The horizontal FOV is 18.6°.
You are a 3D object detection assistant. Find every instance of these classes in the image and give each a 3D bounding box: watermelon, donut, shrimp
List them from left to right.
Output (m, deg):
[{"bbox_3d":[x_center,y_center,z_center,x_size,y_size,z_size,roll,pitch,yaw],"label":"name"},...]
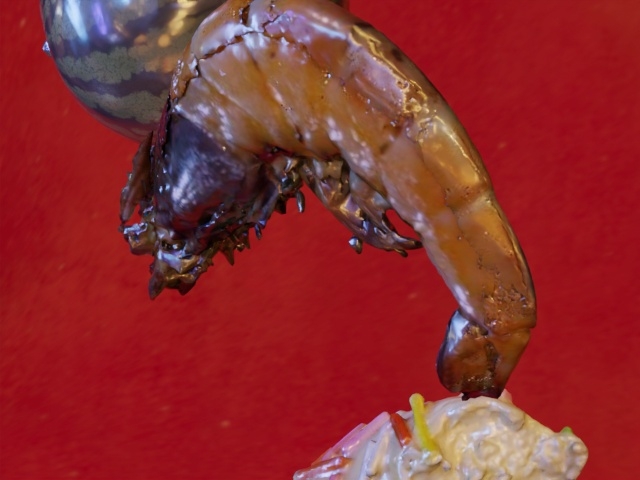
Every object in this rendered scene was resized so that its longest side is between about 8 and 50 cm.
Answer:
[{"bbox_3d":[-0.088,-0.162,1.333,0.212,0.212,0.212,2,82,-14],"label":"watermelon"},{"bbox_3d":[0.000,0.000,0.944,0.222,0.290,0.054,47,58,-2],"label":"shrimp"},{"bbox_3d":[0.022,0.262,1.422,0.150,0.307,0.371,49,43,-8],"label":"donut"}]
